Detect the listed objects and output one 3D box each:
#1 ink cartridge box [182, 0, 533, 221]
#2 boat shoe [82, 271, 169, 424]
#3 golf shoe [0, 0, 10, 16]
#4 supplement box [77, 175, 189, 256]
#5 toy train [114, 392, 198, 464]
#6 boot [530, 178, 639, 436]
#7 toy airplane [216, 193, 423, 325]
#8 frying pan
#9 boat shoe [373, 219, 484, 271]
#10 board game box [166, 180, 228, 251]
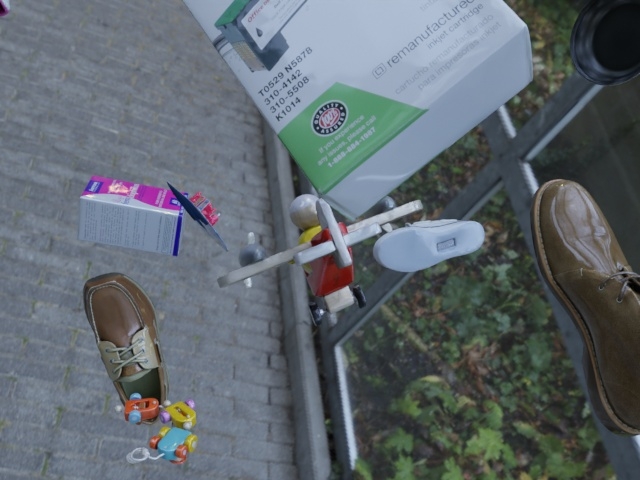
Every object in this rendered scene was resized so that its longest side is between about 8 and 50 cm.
[{"bbox_3d":[0.013,-0.152,0.453,0.219,0.160,0.092,55,10,19],"label":"ink cartridge box"},{"bbox_3d":[-0.349,0.211,1.213,0.122,0.324,0.120,-19,33,-10],"label":"boat shoe"},{"bbox_3d":[-0.440,-0.364,0.819,0.140,0.115,0.306,53,36,-39],"label":"golf shoe"},{"bbox_3d":[-0.415,-0.054,1.444,0.219,0.114,0.111,9,31,-9],"label":"supplement box"},{"bbox_3d":[-0.252,0.297,1.000,0.125,0.046,0.166,-6,23,-16],"label":"toy train"},{"bbox_3d":[0.331,0.055,0.720,0.112,0.115,0.306,-10,70,-14],"label":"boot"},{"bbox_3d":[0.000,0.000,1.477,0.386,0.384,0.273,6,51,-48],"label":"toy airplane"},{"bbox_3d":[0.634,-0.404,1.245,0.053,0.326,0.198,-2,96,-38],"label":"frying pan"},{"bbox_3d":[0.299,-0.005,1.940,0.366,0.136,0.156,-14,16,-22],"label":"boat shoe"},{"bbox_3d":[-0.212,-0.052,1.181,0.033,0.133,0.168,-41,42,-13],"label":"board game box"}]
